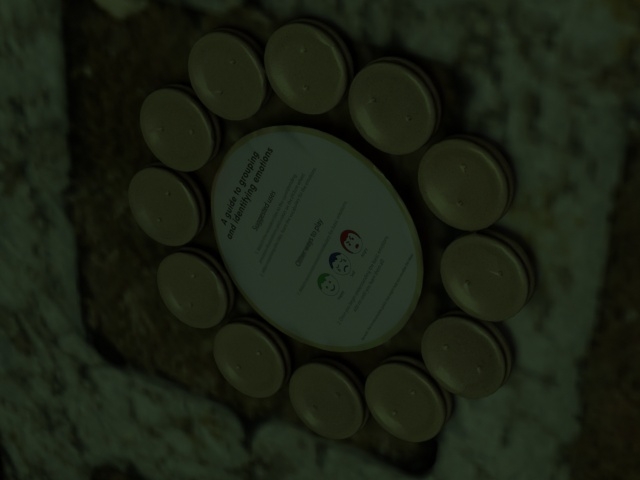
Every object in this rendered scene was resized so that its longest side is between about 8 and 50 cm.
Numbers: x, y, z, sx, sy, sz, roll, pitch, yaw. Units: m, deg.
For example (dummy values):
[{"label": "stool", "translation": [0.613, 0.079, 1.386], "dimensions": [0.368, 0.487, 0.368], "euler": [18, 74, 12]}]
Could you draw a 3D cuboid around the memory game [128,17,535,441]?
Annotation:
[{"label": "memory game", "translation": [0.000, 0.000, 0.629], "dimensions": [0.186, 0.012, 0.186], "euler": [17, 124, 27]}]
